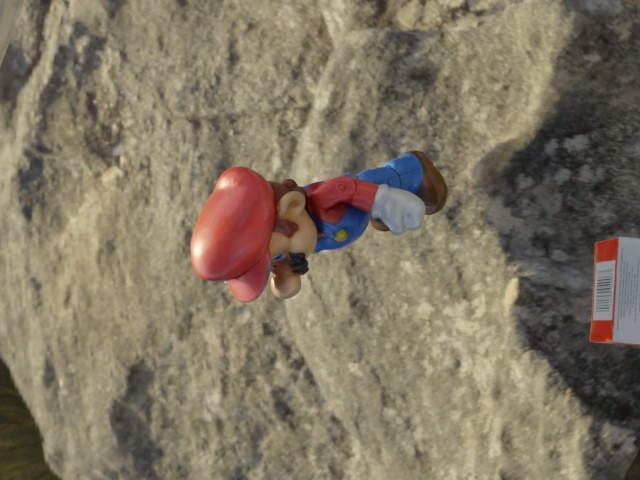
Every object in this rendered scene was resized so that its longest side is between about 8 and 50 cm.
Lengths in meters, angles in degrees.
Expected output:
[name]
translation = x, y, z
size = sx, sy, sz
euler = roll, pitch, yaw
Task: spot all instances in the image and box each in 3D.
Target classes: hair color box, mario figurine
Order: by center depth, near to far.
[hair color box]
translation = 0.329, 0.052, 0.753
size = 0.167, 0.053, 0.093
euler = 6, 84, -5
[mario figurine]
translation = 0.000, 0.000, 0.969
size = 0.170, 0.320, 0.198
euler = 47, 136, 30

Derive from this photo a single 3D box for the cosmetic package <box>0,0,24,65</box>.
[cosmetic package]
translation = -0.221, -0.287, 0.296
size = 0.393, 0.327, 0.330
euler = -18, 56, 65
